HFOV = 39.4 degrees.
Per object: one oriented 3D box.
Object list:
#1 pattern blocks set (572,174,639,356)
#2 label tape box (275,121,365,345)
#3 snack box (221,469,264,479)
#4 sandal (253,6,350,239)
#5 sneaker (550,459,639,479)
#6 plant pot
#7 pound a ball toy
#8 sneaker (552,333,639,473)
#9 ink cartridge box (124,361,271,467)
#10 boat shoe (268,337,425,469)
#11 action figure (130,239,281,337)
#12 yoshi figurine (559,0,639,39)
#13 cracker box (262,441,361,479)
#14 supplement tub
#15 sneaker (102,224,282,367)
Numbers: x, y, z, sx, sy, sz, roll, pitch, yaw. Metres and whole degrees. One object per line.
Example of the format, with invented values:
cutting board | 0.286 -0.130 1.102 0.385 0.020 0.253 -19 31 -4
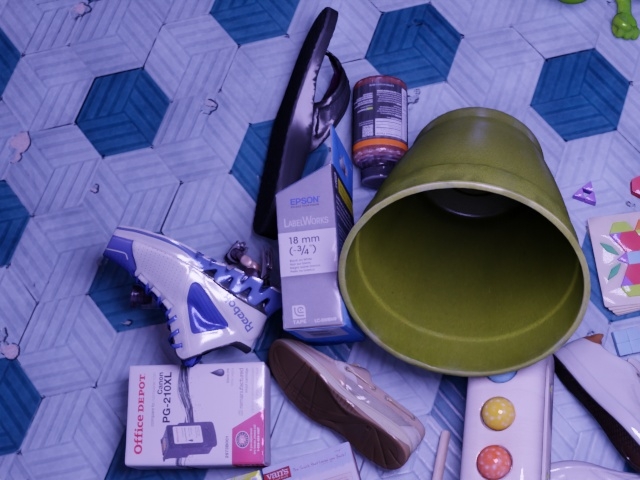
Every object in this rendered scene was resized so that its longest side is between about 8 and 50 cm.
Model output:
pattern blocks set | 0.563 0.032 1.595 0.285 0.026 0.324 -22 74 -2
label tape box | 0.000 0.000 1.527 0.106 0.240 0.333 -6 76 9
snack box | -0.175 0.496 1.493 0.207 0.070 0.174 -17 74 1
sandal | -0.022 -0.211 1.665 0.107 0.167 0.445 16 82 -17
sneaker | 0.453 0.428 1.404 0.293 0.169 0.108 0 99 5
plant pot | 0.241 -0.032 1.452 0.366 0.366 0.353 10 37 7
pound a ball toy | 0.259 0.317 1.448 0.208 0.136 0.319 -4 59 27
sneaker | 0.510 0.264 1.463 0.123 0.106 0.290 -27 55 -10
ink cartridge box | -0.208 0.302 1.536 0.237 0.100 0.172 -2 73 4
boat shoe | 0.043 0.264 1.538 0.302 0.109 0.098 36 41 15
action figure | -0.191 0.084 1.606 0.285 0.099 0.185 6 67 2
yoshi figurine | 0.566 -0.495 1.668 0.362 0.203 0.203 3 80 8
cracker box | 0.006 0.461 1.448 0.156 0.067 0.232 -18 51 2
supplement tub | 0.110 -0.198 1.657 0.106 0.106 0.198 0 74 5
sneaker | -0.229 0.106 1.488 0.315 0.127 0.182 24 82 -2
